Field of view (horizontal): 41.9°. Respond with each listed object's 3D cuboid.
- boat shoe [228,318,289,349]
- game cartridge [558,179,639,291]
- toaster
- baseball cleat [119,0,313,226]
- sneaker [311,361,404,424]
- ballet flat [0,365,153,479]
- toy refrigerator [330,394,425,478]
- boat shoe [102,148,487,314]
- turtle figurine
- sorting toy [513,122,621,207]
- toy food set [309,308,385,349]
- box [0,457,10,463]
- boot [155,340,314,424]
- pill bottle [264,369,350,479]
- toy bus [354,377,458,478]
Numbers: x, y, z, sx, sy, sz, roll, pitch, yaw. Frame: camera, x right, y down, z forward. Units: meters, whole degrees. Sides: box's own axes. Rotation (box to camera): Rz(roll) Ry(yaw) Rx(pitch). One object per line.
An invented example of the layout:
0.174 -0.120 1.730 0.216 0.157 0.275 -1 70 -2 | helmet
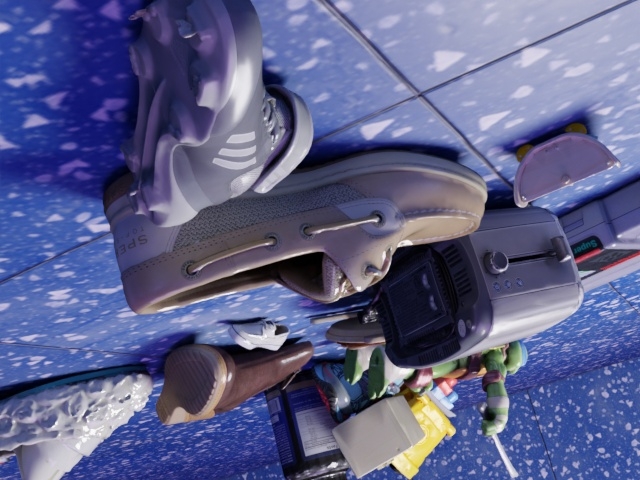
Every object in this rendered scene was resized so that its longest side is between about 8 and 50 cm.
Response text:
-0.070 0.108 0.994 0.035 0.035 0.100 -49 148 13 | boat shoe
0.301 0.028 0.999 0.230 0.068 0.355 -4 160 -41 | game cartridge
0.147 0.049 0.824 0.146 0.129 0.227 -8 163 -26 | toaster
-0.046 -0.073 0.428 0.109 0.072 0.206 -22 171 -26 | baseball cleat
0.073 0.227 1.394 0.125 0.104 0.262 -31 166 13 | sneaker
-0.403 0.262 1.031 0.409 0.147 0.147 -11 162 -14 | ballet flat
0.105 0.325 1.392 0.102 0.094 0.269 -31 167 4 | toy refrigerator
0.000 0.000 0.603 0.302 0.098 0.109 -3 159 -32 | boat shoe
0.174 0.228 1.225 0.266 0.198 0.274 8 125 -21 | turtle figurine
0.200 -0.061 0.679 0.083 0.044 0.075 -24 167 25 | sorting toy
0.071 0.113 0.986 0.132 0.038 0.192 -7 -176 -19 | toy food set
-0.603 0.347 1.286 0.207 0.036 0.114 -15 163 2 | box
-0.099 0.163 1.096 0.207 0.090 0.248 -19 165 -30 | boot
-0.015 0.341 1.429 0.123 0.219 0.123 -13 162 -4 | pill bottle
0.173 0.323 1.646 0.211 0.149 0.220 -41 -162 -1 | toy bus
